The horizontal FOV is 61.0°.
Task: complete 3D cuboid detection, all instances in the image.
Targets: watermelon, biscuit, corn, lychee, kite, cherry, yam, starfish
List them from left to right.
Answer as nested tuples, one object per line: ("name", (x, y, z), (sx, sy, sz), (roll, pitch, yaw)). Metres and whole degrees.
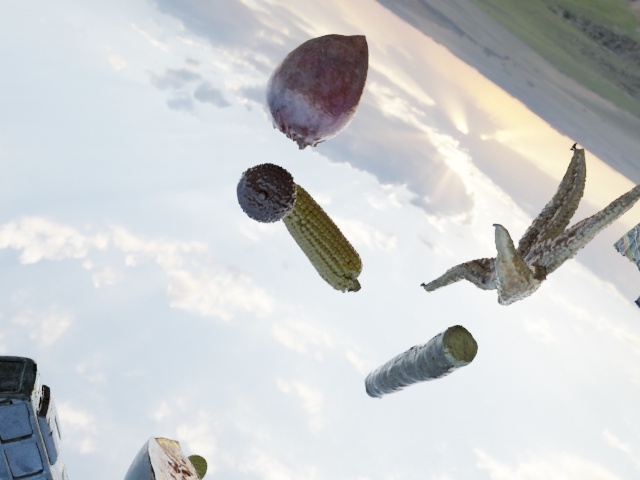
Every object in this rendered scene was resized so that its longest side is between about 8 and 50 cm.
("watermelon", (-0.231, 0.347, 0.732), (0.145, 0.137, 0.193), (56, -150, -47))
("biscuit", (-0.377, 0.680, 1.619), (0.084, 0.084, 0.023), (22, 169, -28))
("lychee", (-0.104, -0.097, 1.064), (0.123, 0.123, 0.129), (29, -150, -13))
("corn", (0.000, 0.000, 1.353), (0.322, 0.119, 0.119), (50, -161, -13))
("cherry", (0.000, -0.305, 1.066), (0.175, 0.249, 0.192), (41, -165, -20))
("yam", (0.137, 0.191, 0.820), (0.061, 0.274, 0.061), (10, -118, -19))
("starfish", (0.324, -0.003, 0.878), (0.132, 0.384, 0.398), (42, -169, 7))
("kite", (0.236, 0.018, 0.388), (0.004, 0.090, 0.122), (-7, -146, 6))

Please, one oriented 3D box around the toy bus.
("toy bus", (-0.198, 0.150, 0.350), (0.065, 0.166, 0.047), (-8, -152, -17))
